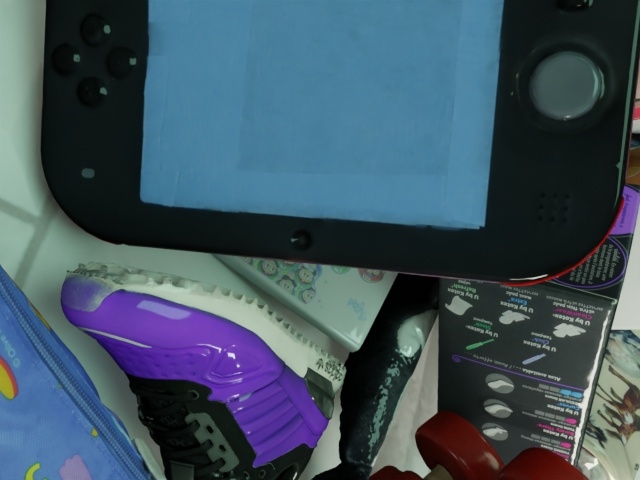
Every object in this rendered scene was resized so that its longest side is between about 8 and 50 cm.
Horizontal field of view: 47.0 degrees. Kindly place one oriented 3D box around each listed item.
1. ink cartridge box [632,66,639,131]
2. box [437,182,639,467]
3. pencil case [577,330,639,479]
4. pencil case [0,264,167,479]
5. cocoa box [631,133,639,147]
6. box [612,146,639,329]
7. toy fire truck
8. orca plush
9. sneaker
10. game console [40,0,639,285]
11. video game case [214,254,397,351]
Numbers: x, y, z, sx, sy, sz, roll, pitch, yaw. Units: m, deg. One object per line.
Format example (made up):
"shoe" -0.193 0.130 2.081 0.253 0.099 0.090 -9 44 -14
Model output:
"ink cartridge box" 0.267 -0.203 0.588 0.306 0.131 0.226 -6 91 -48
"box" 0.202 0.083 0.710 0.165 0.143 0.270 -56 150 -42
"pencil case" 0.354 0.162 0.940 0.410 0.160 0.183 -43 106 -39
"pencil case" -0.194 0.094 0.427 0.133 0.119 0.306 -27 109 0
"cocoa box" 0.127 -0.206 0.705 0.347 0.231 0.228 7 81 -45
"box" 0.336 -0.029 0.813 0.215 0.345 0.168 -44 115 -39
"toy fire truck" 0.145 0.310 0.629 0.169 0.302 0.254 -33 105 -20
"orca plush" 0.043 0.104 0.715 0.151 0.102 0.287 95 21 -64
"sneaker" -0.078 0.121 0.530 0.293 0.102 0.146 41 64 -51
"game console" 0.003 -0.155 0.473 0.060 0.386 0.342 -37 132 -75
"video game case" 0.000 0.000 0.667 0.157 0.019 0.143 37 58 -9
